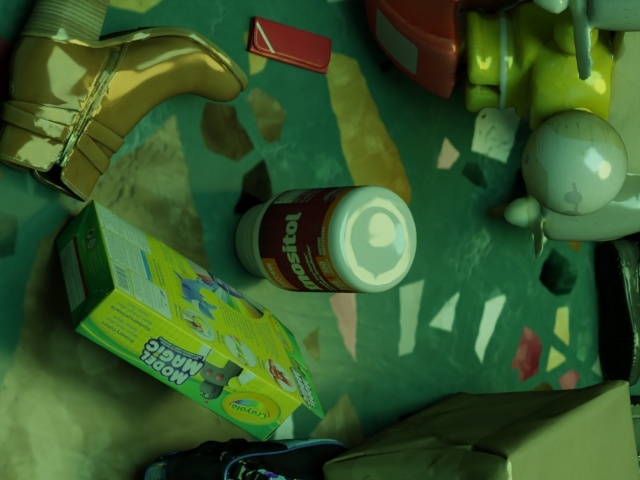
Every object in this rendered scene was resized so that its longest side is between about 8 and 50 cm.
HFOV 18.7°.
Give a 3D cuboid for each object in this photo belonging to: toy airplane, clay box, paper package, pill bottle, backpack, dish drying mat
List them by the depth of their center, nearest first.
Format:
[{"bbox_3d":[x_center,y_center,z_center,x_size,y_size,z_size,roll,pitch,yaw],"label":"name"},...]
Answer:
[{"bbox_3d":[-0.099,0.069,1.509,0.222,0.127,0.053,35,108,-31],"label":"clay box"},{"bbox_3d":[-0.044,0.231,1.552,0.173,0.117,0.158,-6,94,-50],"label":"backpack"},{"bbox_3d":[0.000,0.000,1.569,0.086,0.152,0.086,1,88,-37],"label":"pill bottle"},{"bbox_3d":[0.158,0.302,1.607,0.309,0.168,0.324,-17,100,-63],"label":"paper package"},{"bbox_3d":[0.261,-0.128,1.628,0.386,0.384,0.272,42,55,-30],"label":"toy airplane"},{"bbox_3d":[-0.025,-0.165,1.646,0.083,0.008,0.032,13,80,-36],"label":"dish drying mat"}]

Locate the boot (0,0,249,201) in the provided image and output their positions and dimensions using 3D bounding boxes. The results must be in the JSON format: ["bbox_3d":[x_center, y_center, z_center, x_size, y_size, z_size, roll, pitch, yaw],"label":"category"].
[{"bbox_3d":[-0.158,-0.101,1.511,0.197,0.073,0.152,21,79,-29],"label":"boot"}]

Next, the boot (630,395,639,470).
[{"bbox_3d":[0.280,0.252,1.833,0.190,0.076,0.208,5,92,-35],"label":"boot"}]

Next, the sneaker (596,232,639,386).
[{"bbox_3d":[0.313,0.053,1.867,0.089,0.051,0.170,-4,88,-34],"label":"sneaker"}]
